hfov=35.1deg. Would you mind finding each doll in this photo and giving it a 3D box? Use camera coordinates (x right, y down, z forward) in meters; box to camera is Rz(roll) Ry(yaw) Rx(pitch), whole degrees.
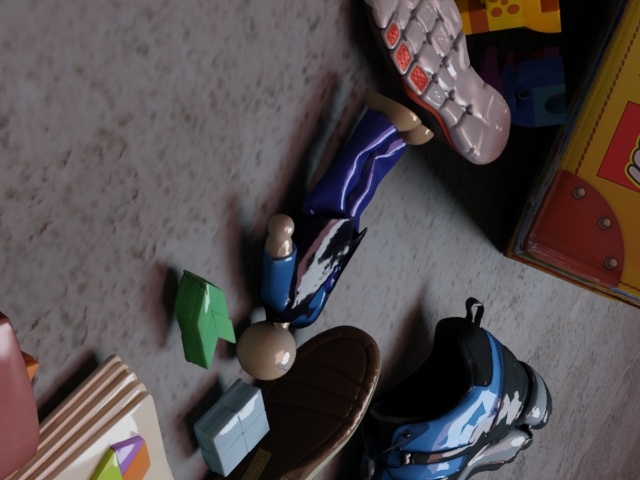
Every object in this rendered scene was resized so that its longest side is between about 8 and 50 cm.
[{"bbox_3d":[0.000,0.000,0.627,0.189,0.046,0.129,-60,160,2],"label":"doll"}]

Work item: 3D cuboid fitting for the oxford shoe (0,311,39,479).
[{"bbox_3d":[-0.169,-0.012,0.242,0.130,0.123,0.348,-40,142,-31],"label":"oxford shoe"}]

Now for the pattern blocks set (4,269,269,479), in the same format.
[{"bbox_3d":[-0.141,0.164,0.516,0.325,0.026,0.285,-52,149,-23],"label":"pattern blocks set"}]

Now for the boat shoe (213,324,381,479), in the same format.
[{"bbox_3d":[-0.024,0.141,0.690,0.190,0.068,0.072,-52,163,-6],"label":"boat shoe"}]

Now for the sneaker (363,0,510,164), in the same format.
[{"bbox_3d":[0.061,-0.108,0.646,0.061,0.065,0.158,-49,126,-19],"label":"sneaker"}]

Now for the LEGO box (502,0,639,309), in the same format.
[{"bbox_3d":[0.336,-0.180,0.811,0.372,0.193,0.500,14,99,-82],"label":"LEGO box"}]

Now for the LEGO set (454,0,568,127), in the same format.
[{"bbox_3d":[0.114,-0.150,0.687,0.227,0.093,0.087,70,19,-47],"label":"LEGO set"}]

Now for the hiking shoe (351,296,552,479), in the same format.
[{"bbox_3d":[0.062,0.197,0.864,0.304,0.113,0.132,-51,119,-15],"label":"hiking shoe"}]
